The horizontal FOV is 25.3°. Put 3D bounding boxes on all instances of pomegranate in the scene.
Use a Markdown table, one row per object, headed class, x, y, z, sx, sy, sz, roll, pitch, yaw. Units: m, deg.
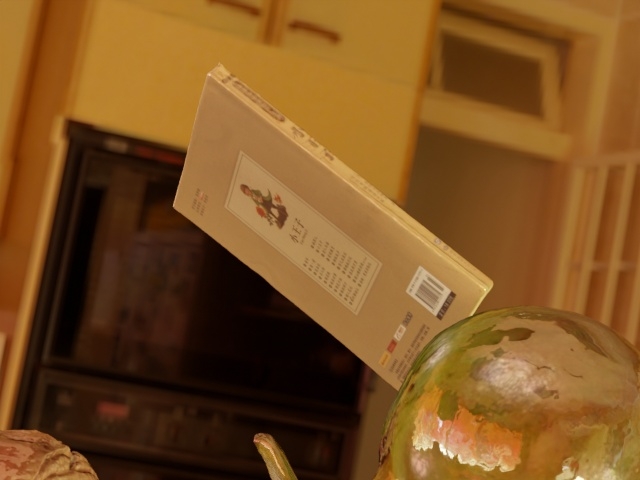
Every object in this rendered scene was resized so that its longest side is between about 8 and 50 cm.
| class | x | y | z | sx | sy | sz | roll | pitch | yaw |
| --- | --- | --- | --- | --- | --- | --- | --- | --- | --- |
| pomegranate | 0.058 | 0.112 | 0.598 | 0.191 | 0.152 | 0.131 | -23 | 31 | -22 |

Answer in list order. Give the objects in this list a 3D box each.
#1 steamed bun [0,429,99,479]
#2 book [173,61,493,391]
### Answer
| class | x | y | z | sx | sy | sz | roll | pitch | yaw |
| --- | --- | --- | --- | --- | --- | --- | --- | --- | --- |
| steamed bun | -0.179 | 0.146 | 0.714 | 0.145 | 0.106 | 0.175 | -5 | -16 | 2 |
| book | 0.000 | 0.000 | 0.830 | 0.198 | 0.016 | 0.138 | 39 | -34 | 10 |
